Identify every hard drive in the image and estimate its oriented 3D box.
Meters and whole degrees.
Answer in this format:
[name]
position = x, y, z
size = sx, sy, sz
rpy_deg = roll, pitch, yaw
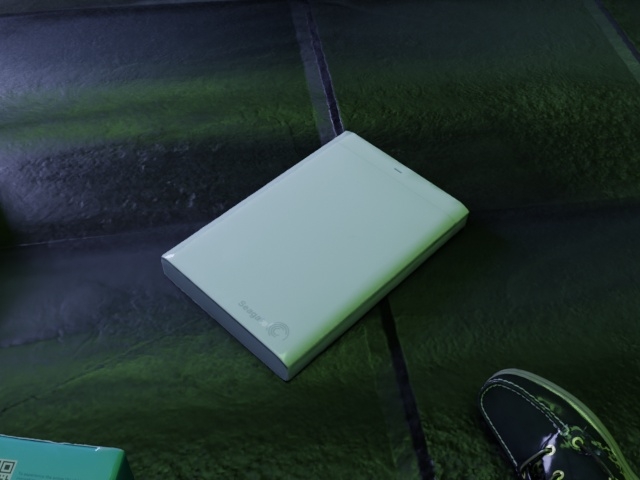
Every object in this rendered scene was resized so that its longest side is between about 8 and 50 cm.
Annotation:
[hard drive]
position = 0.000, 0.000, 0.866
size = 0.203, 0.040, 0.307
rpy_deg = 37, 56, 25

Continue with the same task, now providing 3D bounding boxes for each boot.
[boot]
position = 0.188, 0.220, 0.621
size = 0.179, 0.085, 0.236
rpy_deg = -12, 51, -43

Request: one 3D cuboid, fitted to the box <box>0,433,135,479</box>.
[box]
position = -0.177, 0.223, 0.530
size = 0.100, 0.244, 0.060
rpy_deg = 6, 49, 3
